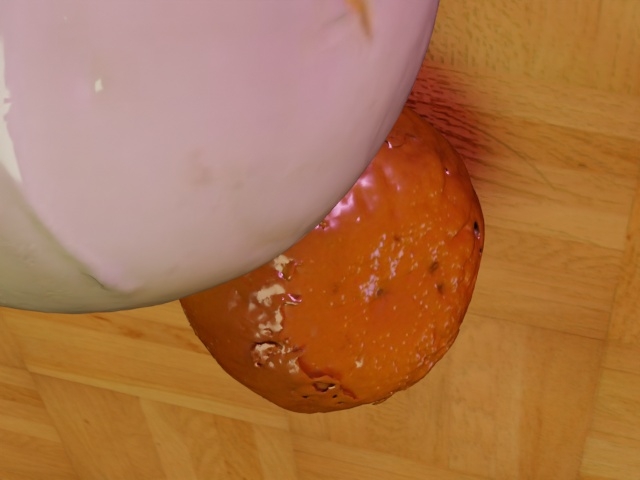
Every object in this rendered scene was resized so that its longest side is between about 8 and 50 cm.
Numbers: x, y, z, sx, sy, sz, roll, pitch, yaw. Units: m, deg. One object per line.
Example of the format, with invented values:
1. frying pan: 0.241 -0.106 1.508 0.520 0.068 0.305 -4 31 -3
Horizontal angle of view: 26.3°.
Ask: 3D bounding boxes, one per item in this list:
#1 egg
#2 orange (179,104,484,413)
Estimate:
1. egg: -0.119 -0.112 0.594 0.345 0.283 0.283 8 147 40
2. orange: 0.000 0.000 0.784 0.161 0.193 0.193 21 157 48
